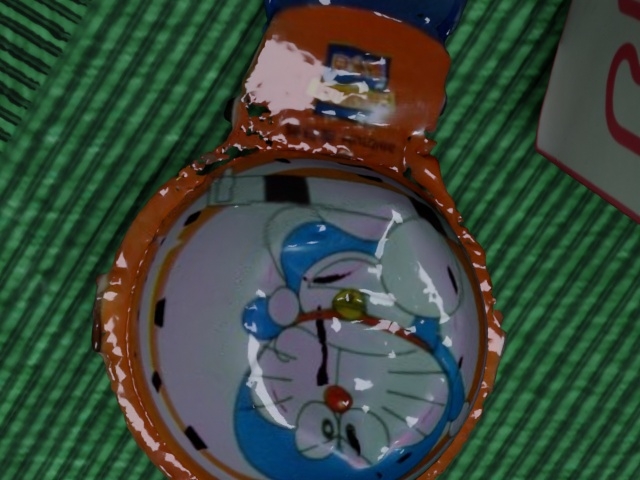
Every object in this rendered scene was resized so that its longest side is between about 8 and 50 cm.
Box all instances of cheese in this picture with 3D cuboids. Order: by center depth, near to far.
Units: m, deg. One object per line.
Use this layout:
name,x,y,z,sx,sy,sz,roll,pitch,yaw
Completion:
cheese,0.000,0.000,0.878,0.217,0.129,0.329,12,84,-15

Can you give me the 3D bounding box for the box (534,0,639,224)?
box,0.315,-0.116,0.770,0.314,0.312,0.300,9,106,-19
